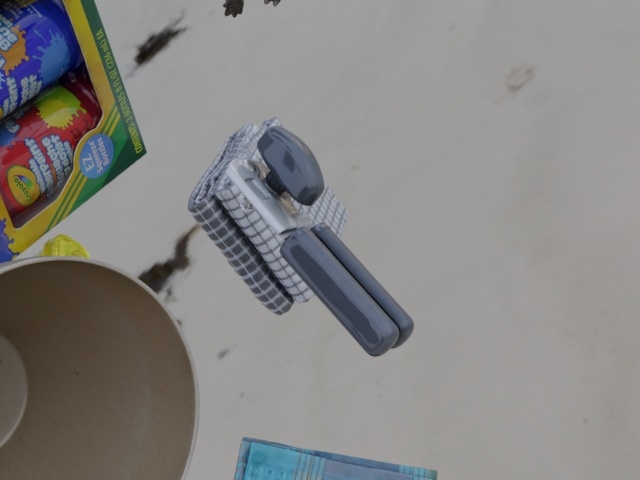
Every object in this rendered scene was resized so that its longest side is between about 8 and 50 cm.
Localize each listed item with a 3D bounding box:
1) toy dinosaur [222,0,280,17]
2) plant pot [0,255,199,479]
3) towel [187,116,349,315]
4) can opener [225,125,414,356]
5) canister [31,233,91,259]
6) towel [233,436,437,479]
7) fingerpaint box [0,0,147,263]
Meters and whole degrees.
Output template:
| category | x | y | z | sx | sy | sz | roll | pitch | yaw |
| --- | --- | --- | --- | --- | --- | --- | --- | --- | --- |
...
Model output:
| category | x | y | z | sx | sy | sz | roll | pitch | yaw |
| --- | --- | --- | --- | --- | --- | --- | --- | --- | --- |
| toy dinosaur | -0.097 | -0.330 | 1.192 | 0.314 | 0.160 | 0.121 | 19 | 85 | 39 |
| plant pot | -0.277 | 0.149 | 0.940 | 0.191 | 0.284 | 0.284 | 3 | 53 | 47 |
| towel | -0.084 | -0.045 | 1.724 | 0.121 | 0.235 | 0.283 | -28 | 21 | 25 |
| can opener | 0.000 | 0.000 | 1.163 | 0.093 | 0.280 | 0.074 | -46 | -16 | 30 |
| canister | -0.401 | 0.086 | 1.501 | 0.170 | 0.073 | 0.126 | -34 | 44 | 21 |
| towel | 0.000 | 0.447 | 1.357 | 0.040 | 0.272 | 0.370 | 99 | -179 | -67 |
| fingerpaint box | -0.455 | -0.208 | 1.387 | 0.163 | 0.444 | 0.371 | 18 | 47 | 34 |
